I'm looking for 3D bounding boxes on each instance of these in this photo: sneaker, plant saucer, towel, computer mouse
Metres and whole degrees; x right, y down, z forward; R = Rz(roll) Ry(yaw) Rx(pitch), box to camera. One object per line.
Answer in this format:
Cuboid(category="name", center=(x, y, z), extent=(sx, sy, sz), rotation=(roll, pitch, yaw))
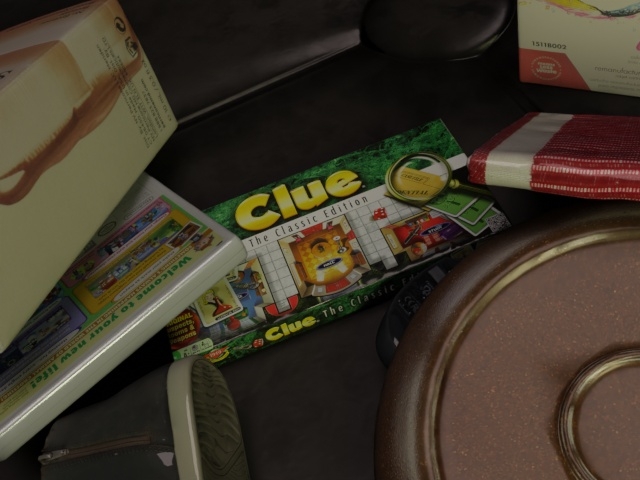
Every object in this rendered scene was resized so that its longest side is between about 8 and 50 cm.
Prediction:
Cuboid(category="sneaker", center=(-0.100, 0.188, 0.523), extent=(0.118, 0.083, 0.222), rotation=(-24, 52, 16))
Cuboid(category="plant saucer", center=(0.174, 0.105, 0.472), extent=(0.310, 0.050, 0.311), rotation=(-8, 63, 16))
Cuboid(category="towel", center=(0.275, -0.044, 0.543), extent=(0.329, 0.037, 0.237), rotation=(7, 15, 20))
Cuboid(category="computer mouse", center=(0.140, 0.026, 0.612), extent=(0.242, 0.041, 0.071), rotation=(-28, 60, -18))

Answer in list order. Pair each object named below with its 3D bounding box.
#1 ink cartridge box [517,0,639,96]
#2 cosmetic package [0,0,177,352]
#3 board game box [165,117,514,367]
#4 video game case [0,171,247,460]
Cuboid(category="ink cartridge box", center=(0.212, -0.208, 0.674), extent=(0.115, 0.198, 0.067), rotation=(12, 55, 23))
Cuboid(category="cosmetic package", center=(-0.241, -0.053, 0.645), extent=(0.153, 0.129, 0.296), rotation=(-11, 32, 22))
Cuboid(category="board game box", center=(0.000, 0.000, 0.670), extent=(0.259, 0.030, 0.136), rotation=(-22, 46, -4))
Cuboid(category="video game case", center=(-0.182, 0.038, 0.655), extent=(0.212, 0.023, 0.193), rotation=(-40, 38, -15))
